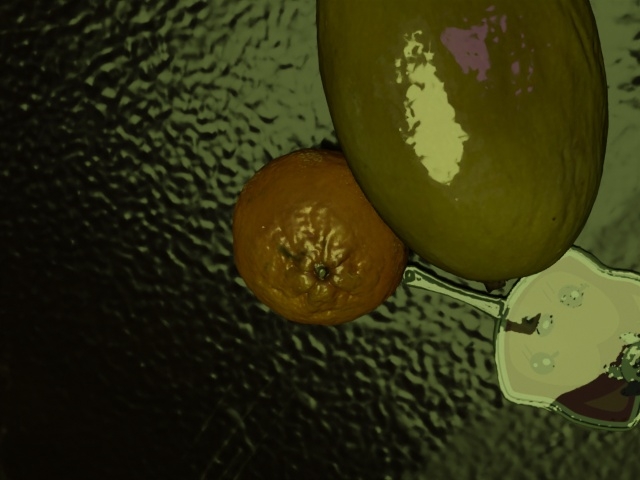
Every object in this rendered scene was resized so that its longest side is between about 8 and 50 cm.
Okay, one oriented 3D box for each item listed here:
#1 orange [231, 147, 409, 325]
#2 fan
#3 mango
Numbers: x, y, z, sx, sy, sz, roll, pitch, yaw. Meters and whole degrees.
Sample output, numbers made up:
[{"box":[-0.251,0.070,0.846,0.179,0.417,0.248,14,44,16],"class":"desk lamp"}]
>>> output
[{"box":[-0.001,-0.002,0.745,0.135,0.117,0.136,1,94,7],"class":"orange"},{"box":[0.164,0.062,0.778,0.220,0.009,0.132,20,101,6],"class":"fan"},{"box":[0.088,-0.130,0.677,0.195,0.142,0.332,-19,91,-28],"class":"mango"}]
